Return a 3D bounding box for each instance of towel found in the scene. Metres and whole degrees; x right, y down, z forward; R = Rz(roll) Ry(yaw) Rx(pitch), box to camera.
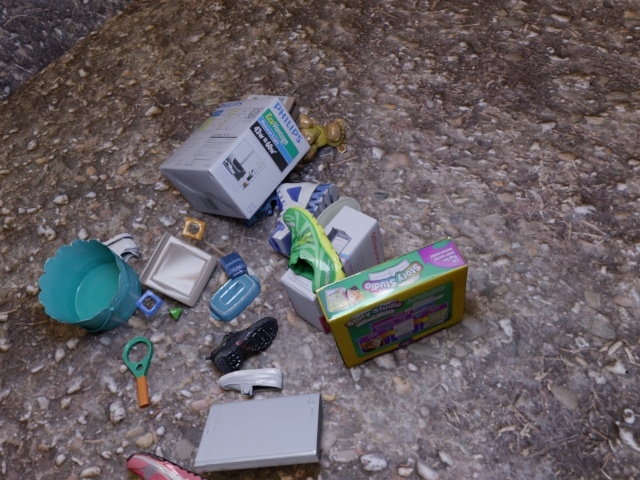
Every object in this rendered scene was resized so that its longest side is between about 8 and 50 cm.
[{"bbox_3d":[-0.284,0.078,1.722,0.067,0.029,0.119,-29,31,-10],"label":"towel"}]

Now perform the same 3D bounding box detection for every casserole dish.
[{"bbox_3d":[-0.276,0.173,1.676,0.114,0.037,0.188,34,68,30],"label":"casserole dish"}]

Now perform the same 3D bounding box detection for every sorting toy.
[{"bbox_3d":[-0.457,0.095,1.707,0.196,0.047,0.347,29,72,-14],"label":"sorting toy"}]

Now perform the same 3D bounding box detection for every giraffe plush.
[{"bbox_3d":[0.011,-0.385,1.949,0.171,0.181,0.210,-2,20,-1],"label":"giraffe plush"}]

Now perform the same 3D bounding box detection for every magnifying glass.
[{"bbox_3d":[-0.544,0.393,1.590,0.092,0.026,0.231,-21,54,-2],"label":"magnifying glass"}]

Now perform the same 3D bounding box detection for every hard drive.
[{"bbox_3d":[-0.153,0.496,1.369,0.308,0.040,0.203,-9,28,7],"label":"hard drive"}]

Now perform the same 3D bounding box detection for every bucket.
[{"bbox_3d":[-0.722,0.152,1.674,0.281,0.183,0.281,-3,67,8],"label":"bucket"}]

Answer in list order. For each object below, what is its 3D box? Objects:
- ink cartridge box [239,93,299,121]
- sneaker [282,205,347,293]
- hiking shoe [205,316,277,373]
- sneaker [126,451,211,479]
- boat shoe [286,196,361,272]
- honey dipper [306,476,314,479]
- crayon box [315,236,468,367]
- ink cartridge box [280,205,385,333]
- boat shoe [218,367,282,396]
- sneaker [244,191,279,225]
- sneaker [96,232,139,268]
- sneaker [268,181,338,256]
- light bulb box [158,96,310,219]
[{"bbox_3d":[-0.227,-0.485,2.098,0.235,0.088,0.193,7,59,19],"label":"ink cartridge box"},{"bbox_3d":[-0.041,0.019,1.404,0.124,0.109,0.295,-26,53,-10],"label":"sneaker"},{"bbox_3d":[-0.232,0.288,1.549,0.227,0.086,0.114,-34,32,-30],"label":"hiking shoe"},{"bbox_3d":[-0.380,0.636,1.324,0.314,0.116,0.136,14,61,21],"label":"sneaker"},{"bbox_3d":[0.003,0.003,1.688,0.127,0.113,0.340,36,73,-15],"label":"boat shoe"},{"bbox_3d":[0.036,0.618,1.292,0.161,0.030,0.030,16,60,25],"label":"honey dipper"},{"bbox_3d":[0.196,0.174,1.392,0.363,0.313,0.106,-22,54,-3],"label":"crayon box"},{"bbox_3d":[0.045,0.086,1.544,0.131,0.226,0.306,28,65,28],"label":"ink cartridge box"},{"bbox_3d":[-0.197,0.405,1.482,0.184,0.066,0.063,-4,53,-2],"label":"boat shoe"},{"bbox_3d":[-0.203,-0.109,1.843,0.073,0.063,0.162,33,68,27],"label":"sneaker"},{"bbox_3d":[-0.751,0.068,1.836,0.235,0.090,0.094,-32,70,-6],"label":"sneaker"},{"bbox_3d":[-0.093,-0.092,1.778,0.182,0.127,0.315,20,55,29],"label":"sneaker"},{"bbox_3d":[-0.297,-0.289,1.824,0.358,0.225,0.361,11,56,47],"label":"light bulb box"}]
